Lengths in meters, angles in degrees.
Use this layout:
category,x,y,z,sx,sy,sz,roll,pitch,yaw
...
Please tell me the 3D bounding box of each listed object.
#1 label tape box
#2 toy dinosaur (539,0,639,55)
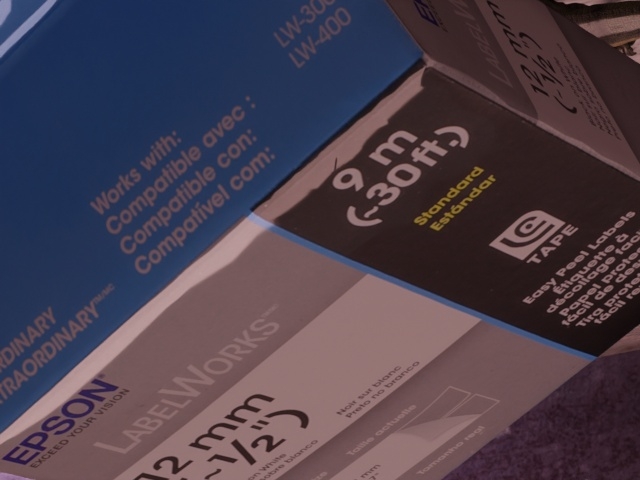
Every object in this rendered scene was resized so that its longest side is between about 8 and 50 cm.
category,x,y,z,sx,sy,sz,roll,pitch,yaw
label tape box,-0.030,-0.008,0.763,0.249,0.115,0.347,-40,144,23
toy dinosaur,0.109,-0.095,0.977,0.268,0.064,0.118,-16,163,9
